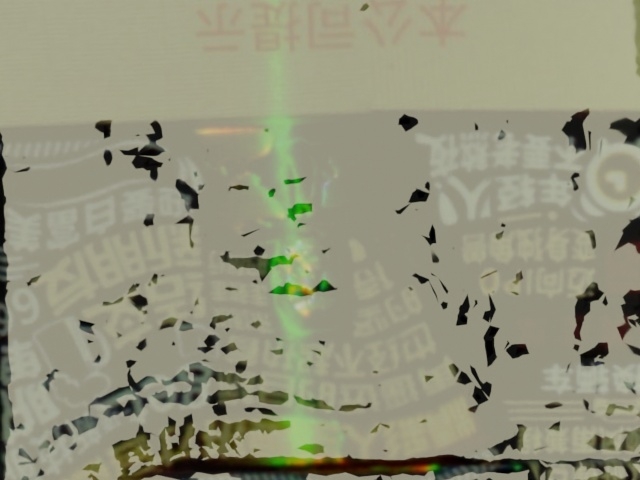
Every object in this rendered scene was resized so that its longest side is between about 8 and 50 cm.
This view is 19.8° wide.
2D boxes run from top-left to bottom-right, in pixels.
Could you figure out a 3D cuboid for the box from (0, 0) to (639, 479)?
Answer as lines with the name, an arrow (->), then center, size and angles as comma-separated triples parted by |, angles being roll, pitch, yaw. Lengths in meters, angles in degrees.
box -> 0.000, 0.000, 0.557 | 0.198, 0.084, 0.310 | -1, 97, -5
